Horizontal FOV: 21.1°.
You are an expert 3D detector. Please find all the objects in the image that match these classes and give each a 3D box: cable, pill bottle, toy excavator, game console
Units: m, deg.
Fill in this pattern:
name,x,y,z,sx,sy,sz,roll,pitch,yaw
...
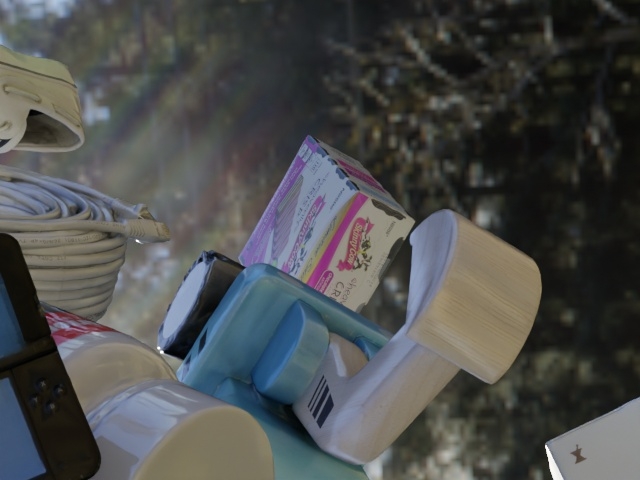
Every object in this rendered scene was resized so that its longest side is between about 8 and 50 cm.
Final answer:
name,x,y,z,sx,sy,sz,roll,pitch,yaw
cable,-0.287,-0.003,1.404,0.257,0.257,0.089,-6,-68,-52
pill bottle,-0.175,0.111,0.944,0.161,0.283,0.161,-29,-52,-47
toy excavator,-0.004,0.143,1.420,0.433,0.222,0.445,-57,16,8
game console,-0.175,0.074,0.782,0.071,0.122,0.107,94,153,-66

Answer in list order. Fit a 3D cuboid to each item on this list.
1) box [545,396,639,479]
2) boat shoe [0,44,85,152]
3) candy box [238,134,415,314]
name,x,y,z,sx,sy,sz,roll,pitch,yaw
box,0.349,0.241,1.640,0.345,0.215,0.168,55,-169,-74
boat shoe,-0.313,-0.123,1.607,0.088,0.096,0.267,66,-160,12
candy box,0.000,0.000,1.738,0.159,0.071,0.233,-60,20,8
